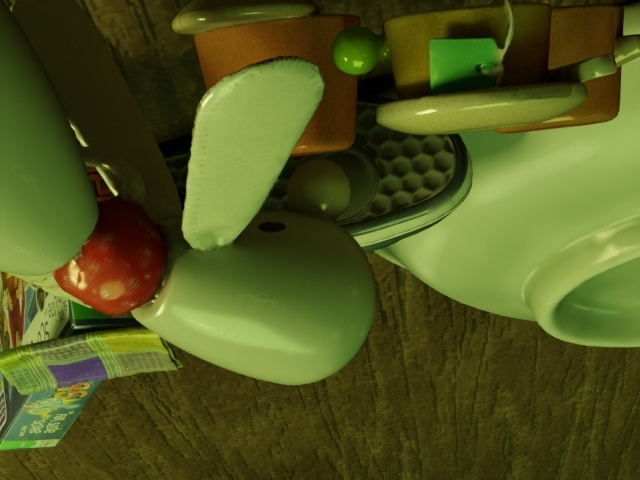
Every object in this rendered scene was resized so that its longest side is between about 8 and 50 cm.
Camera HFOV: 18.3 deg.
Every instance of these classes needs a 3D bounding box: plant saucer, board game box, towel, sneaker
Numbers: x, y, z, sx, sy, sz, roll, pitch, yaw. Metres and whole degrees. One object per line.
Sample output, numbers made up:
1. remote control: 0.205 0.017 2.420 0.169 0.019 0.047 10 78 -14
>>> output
1. plant saucer: 0.218 -0.018 1.138 0.400 0.101 0.400 -8 160 -3
2. board game box: -0.138 0.014 1.013 0.035 0.136 0.201 -1 159 -21
3. towel: -0.108 0.056 0.924 0.083 0.009 0.060 -9 161 -1
4. sneaker: -0.001 -0.002 1.084 0.226 0.086 0.163 -10 153 25

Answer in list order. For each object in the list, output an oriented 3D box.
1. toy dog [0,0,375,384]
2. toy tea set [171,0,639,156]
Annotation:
1. toy dog: -0.108 -0.066 0.742 0.220 0.161 0.333 20 177 33
2. toy tea set: 0.105 -0.112 0.852 0.336 0.124 0.200 -6 -179 -8
